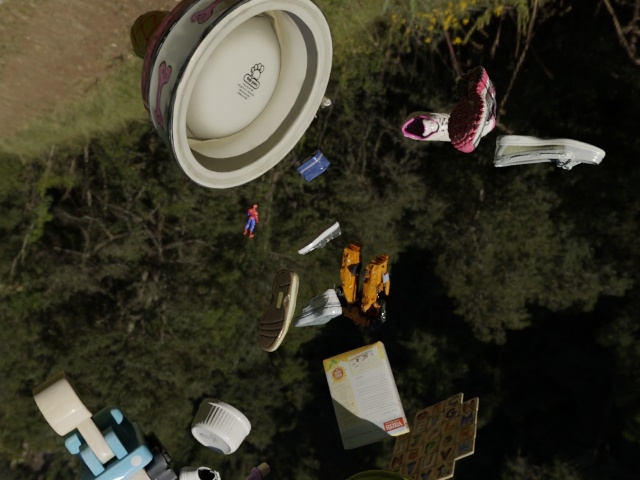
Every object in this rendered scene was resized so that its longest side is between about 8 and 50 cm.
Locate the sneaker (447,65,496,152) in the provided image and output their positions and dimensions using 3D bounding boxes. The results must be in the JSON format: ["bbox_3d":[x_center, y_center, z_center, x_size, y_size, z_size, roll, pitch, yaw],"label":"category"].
[{"bbox_3d":[0.449,-0.366,1.660,0.120,0.299,0.112,-16,133,45],"label":"sneaker"}]

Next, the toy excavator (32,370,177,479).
[{"bbox_3d":[-0.585,0.519,1.521,0.445,0.222,0.433,59,161,-11],"label":"toy excavator"}]

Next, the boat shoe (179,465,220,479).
[{"bbox_3d":[-0.315,0.654,1.606,0.063,0.066,0.184,-14,141,15],"label":"boat shoe"}]

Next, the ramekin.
[{"bbox_3d":[-0.364,0.674,2.092,0.207,0.109,0.207,17,139,16],"label":"ramekin"}]

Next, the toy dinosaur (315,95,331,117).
[{"bbox_3d":[-0.088,-0.467,1.532,0.314,0.121,0.160,50,144,-9],"label":"toy dinosaur"}]

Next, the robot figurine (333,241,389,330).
[{"bbox_3d":[0.141,0.160,1.919,0.211,0.291,0.085,26,-138,30],"label":"robot figurine"}]

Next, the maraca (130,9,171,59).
[{"bbox_3d":[-0.372,-0.483,1.371,0.185,0.127,0.099,11,175,28],"label":"maraca"}]

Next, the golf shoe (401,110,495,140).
[{"bbox_3d":[0.407,-0.368,1.901,0.306,0.116,0.140,0,-164,28],"label":"golf shoe"}]

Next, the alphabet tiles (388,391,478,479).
[{"bbox_3d":[0.314,0.563,1.636,0.285,0.011,0.342,-34,-172,27],"label":"alphabet tiles"}]

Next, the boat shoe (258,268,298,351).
[{"bbox_3d":[-0.085,0.164,1.345,0.068,0.190,0.072,17,177,27],"label":"boat shoe"}]

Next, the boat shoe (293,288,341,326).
[{"bbox_3d":[-0.007,0.188,1.617,0.083,0.076,0.226,4,161,-32],"label":"boat shoe"}]

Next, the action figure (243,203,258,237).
[{"bbox_3d":[-0.213,-0.065,1.811,0.038,0.115,0.030,32,-140,19],"label":"action figure"}]

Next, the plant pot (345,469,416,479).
[{"bbox_3d":[0.113,0.773,1.282,0.366,0.367,0.353,8,-159,28],"label":"plant pot"}]

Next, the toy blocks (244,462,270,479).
[{"bbox_3d":[-0.238,0.983,2.016,0.308,0.289,0.260,35,-144,29],"label":"toy blocks"}]

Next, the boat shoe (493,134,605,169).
[{"bbox_3d":[0.706,-0.264,1.813,0.320,0.103,0.118,10,-176,19],"label":"boat shoe"}]

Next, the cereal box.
[{"bbox_3d":[0.116,0.407,1.534,0.172,0.240,0.047,-20,156,12],"label":"cereal box"}]

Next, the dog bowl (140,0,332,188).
[{"bbox_3d":[-0.168,-0.311,1.143,0.150,0.408,0.408,39,-177,25],"label":"dog bowl"}]

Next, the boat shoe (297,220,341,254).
[{"bbox_3d":[0.000,0.000,1.616,0.040,0.142,0.049,59,165,-20],"label":"boat shoe"}]

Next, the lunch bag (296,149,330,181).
[{"bbox_3d":[-0.028,-0.237,1.830,0.098,0.067,0.065,-31,108,32],"label":"lunch bag"}]
